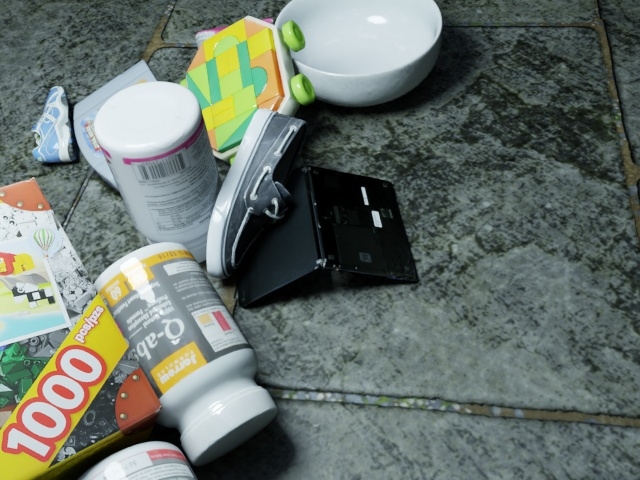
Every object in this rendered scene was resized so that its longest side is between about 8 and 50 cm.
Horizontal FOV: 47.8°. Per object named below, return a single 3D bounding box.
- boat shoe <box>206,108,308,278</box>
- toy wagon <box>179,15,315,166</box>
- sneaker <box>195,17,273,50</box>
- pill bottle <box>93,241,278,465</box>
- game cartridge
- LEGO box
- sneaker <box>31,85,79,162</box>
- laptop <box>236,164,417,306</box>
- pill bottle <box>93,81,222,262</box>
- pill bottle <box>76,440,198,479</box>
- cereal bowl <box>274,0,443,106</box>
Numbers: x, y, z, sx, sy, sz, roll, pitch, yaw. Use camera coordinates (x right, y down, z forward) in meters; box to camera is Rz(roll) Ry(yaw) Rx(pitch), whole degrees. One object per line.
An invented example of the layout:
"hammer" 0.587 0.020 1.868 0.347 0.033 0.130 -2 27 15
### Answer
"boat shoe" -0.098 -0.073 1.189 0.102 0.108 0.301 15 72 13
"toy wagon" -0.139 -0.248 1.338 0.267 0.068 0.344 -21 65 26
"sneaker" -0.181 -0.397 1.522 0.103 0.111 0.252 -22 21 -29
"pill bottle" -0.186 0.152 0.988 0.162 0.162 0.278 -29 70 -18
"game cartridge" -0.374 -0.222 1.399 0.198 0.062 0.297 -32 49 -5
"LEGO box" -0.506 0.188 0.856 0.500 0.193 0.372 -24 72 -33
"sneaker" -0.537 -0.236 1.447 0.081 0.080 0.211 -13 48 -8
"laptop" 0.000 0.000 1.228 0.264 0.136 0.234 9 46 -20
"pill bottle" -0.243 -0.097 1.159 0.160 0.283 0.160 -3 49 3
"pill bottle" -0.169 0.386 0.816 0.161 0.161 0.283 -29 52 -18
"cereal bowl" 0.078 -0.383 1.465 0.339 0.141 0.339 -3 49 3
